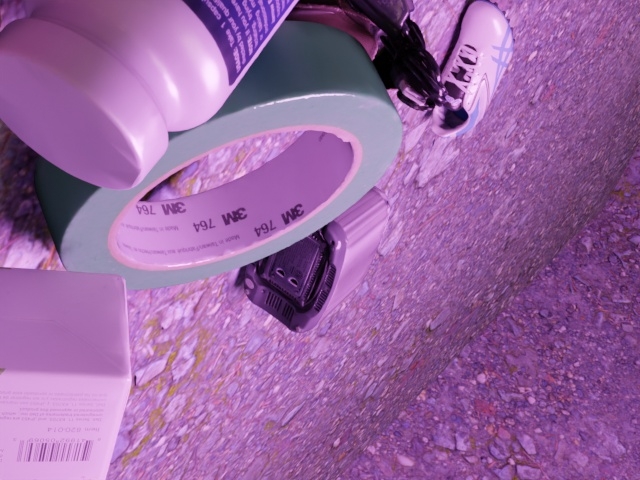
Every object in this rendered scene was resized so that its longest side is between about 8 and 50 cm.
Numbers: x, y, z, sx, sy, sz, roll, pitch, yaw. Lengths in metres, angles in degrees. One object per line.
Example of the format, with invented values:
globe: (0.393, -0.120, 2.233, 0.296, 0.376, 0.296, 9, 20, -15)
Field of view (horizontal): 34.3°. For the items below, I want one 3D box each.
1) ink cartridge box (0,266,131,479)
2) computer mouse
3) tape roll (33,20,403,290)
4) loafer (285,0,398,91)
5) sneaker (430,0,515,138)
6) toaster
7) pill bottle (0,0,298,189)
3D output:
ink cartridge box: (-0.294, 0.185, 0.886, 0.207, 0.119, 0.353, 5, 130, -20)
computer mouse: (0.029, -0.246, 0.911, 0.072, 0.272, 0.188, -21, -154, 9)
tape roll: (-0.086, -0.064, 0.924, 0.321, 0.077, 0.321, -21, 160, -8)
loafer: (-0.005, -0.186, 1.011, 0.366, 0.130, 0.133, -27, 148, -50)
sneaker: (0.213, -0.238, 1.481, 0.086, 0.085, 0.237, -45, 158, -34)
toaster: (0.000, 0.000, 1.355, 0.146, 0.129, 0.227, -36, 153, -48)
pill bottle: (-0.103, -0.171, 0.708, 0.264, 0.153, 0.153, -59, 165, -27)
